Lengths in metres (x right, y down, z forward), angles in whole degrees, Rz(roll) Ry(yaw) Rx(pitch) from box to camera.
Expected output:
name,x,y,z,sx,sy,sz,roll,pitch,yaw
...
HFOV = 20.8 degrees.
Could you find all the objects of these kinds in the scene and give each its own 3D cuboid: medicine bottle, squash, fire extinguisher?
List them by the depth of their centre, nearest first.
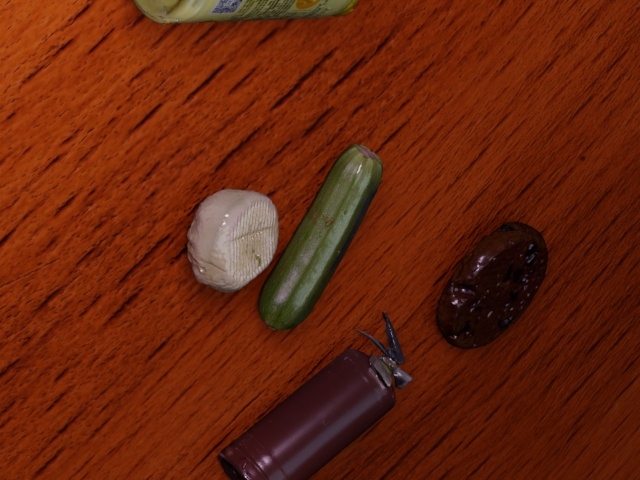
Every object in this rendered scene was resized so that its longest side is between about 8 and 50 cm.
name,x,y,z,sx,sy,sz,roll,pitch,yaw
medicine bottle,-0.055,-0.257,1.574,0.239,0.124,0.124,-12,130,-45
squash,0.000,0.000,1.917,0.066,0.066,0.229,11,113,-51
fire extinguisher,0.005,0.204,2.088,0.269,0.105,0.105,-38,143,-15

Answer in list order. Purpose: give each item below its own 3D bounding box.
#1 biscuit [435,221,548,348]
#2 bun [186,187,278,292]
name,x,y,z,sx,sy,sz,roll,pitch,yaw
biscuit,0.220,0.057,2.226,0.192,0.049,0.192,-34,148,-25
bun,-0.096,-0.004,1.804,0.115,0.069,0.115,-31,128,-49
